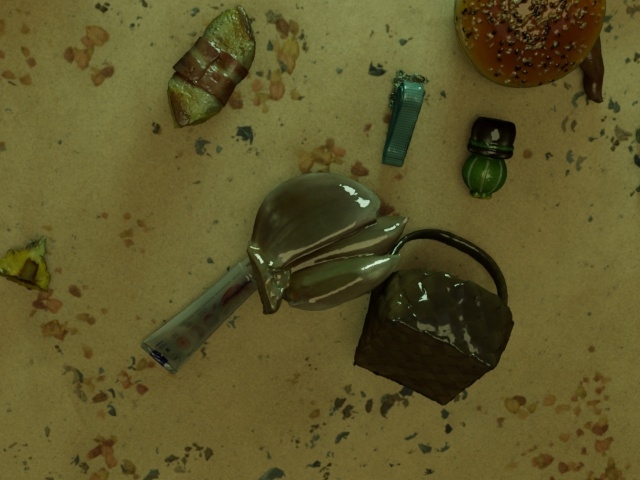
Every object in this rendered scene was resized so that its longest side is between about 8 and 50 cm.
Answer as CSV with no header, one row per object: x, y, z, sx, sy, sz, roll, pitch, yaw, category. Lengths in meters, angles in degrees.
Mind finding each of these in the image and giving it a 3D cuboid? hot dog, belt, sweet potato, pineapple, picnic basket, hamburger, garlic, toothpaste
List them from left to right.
-0.577,0.042,1.864,0.114,0.077,0.114,23,87,-15,pineapple
-0.224,0.142,1.927,0.323,0.066,0.100,-42,109,9,toothpaste
-0.209,-0.321,1.798,0.123,0.093,0.262,39,82,-4,hot dog
0.000,0.000,1.832,0.325,0.132,0.279,-26,73,-9,garlic
0.160,-0.237,1.872,0.065,0.100,0.179,11,118,-9,belt
0.246,0.124,1.883,0.292,0.337,0.337,25,100,-4,picnic basket
0.389,-0.437,1.774,0.300,0.176,0.300,0,104,2,hamburger
0.533,-0.373,1.875,0.058,0.055,0.202,-15,104,-12,sweet potato

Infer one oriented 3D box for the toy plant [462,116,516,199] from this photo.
0.336,-0.163,1.890,0.092,0.093,0.163,9,102,-8,toy plant

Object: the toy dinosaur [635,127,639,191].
0.734,-0.186,1.935,0.162,0.077,0.294,3,118,-10,toy dinosaur
